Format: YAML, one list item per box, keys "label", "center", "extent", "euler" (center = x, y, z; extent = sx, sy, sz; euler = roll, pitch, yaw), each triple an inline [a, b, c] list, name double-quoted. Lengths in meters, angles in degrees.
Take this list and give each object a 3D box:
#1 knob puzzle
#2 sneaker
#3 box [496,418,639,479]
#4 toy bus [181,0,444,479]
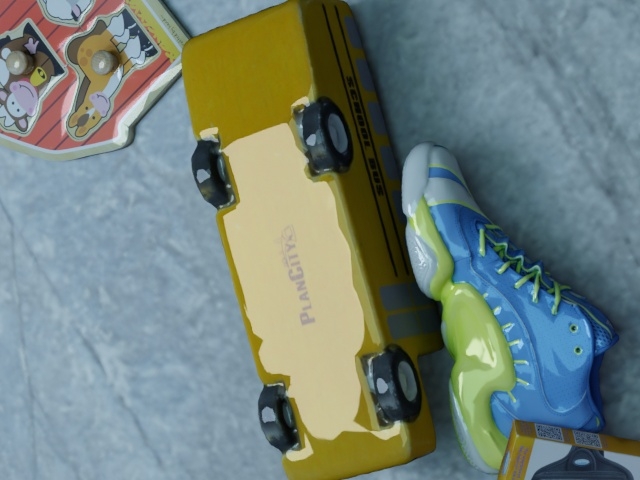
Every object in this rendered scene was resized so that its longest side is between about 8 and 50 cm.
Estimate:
- label: "knob puzzle"
  center: [-0.212, -0.148, 1.550]
  extent: [0.213, 0.030, 0.213]
  euler: [2, 94, 26]
- label: "sneaker"
  center: [0.138, 0.038, 1.372]
  extent: [0.126, 0.091, 0.240]
  euler: [-13, 95, 14]
- label: "box"
  center: [0.189, 0.174, 1.344]
  extent: [0.136, 0.028, 0.081]
  euler: [11, 112, -3]
- label: "toy bus"
  center: [0.000, 0.000, 1.401]
  extent: [0.108, 0.130, 0.333]
  euler: [-17, 86, 25]
